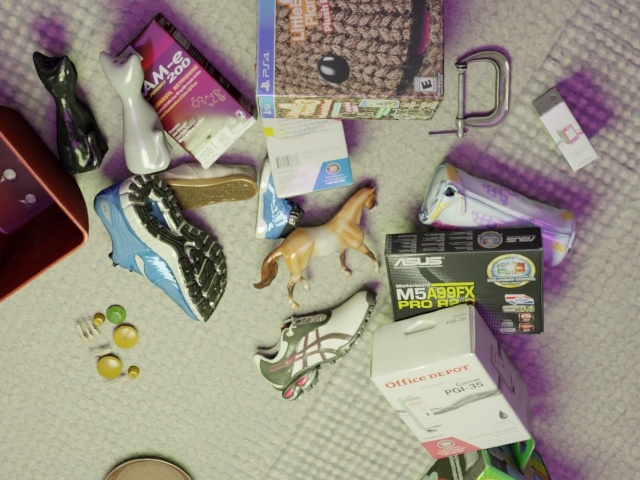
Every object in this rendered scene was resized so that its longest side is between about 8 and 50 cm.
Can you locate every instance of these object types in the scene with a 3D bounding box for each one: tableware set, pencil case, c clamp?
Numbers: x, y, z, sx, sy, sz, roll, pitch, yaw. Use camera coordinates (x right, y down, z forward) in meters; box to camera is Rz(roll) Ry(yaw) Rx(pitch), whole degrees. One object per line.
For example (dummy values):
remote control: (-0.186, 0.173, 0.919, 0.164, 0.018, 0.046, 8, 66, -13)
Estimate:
tableware set: (-0.392, 0.201, 1.914, 0.104, 0.024, 0.154, -20, 110, 3)
pencil case: (0.313, -0.045, 1.778, 0.273, 0.124, 0.113, 20, 70, -11)
c clamp: (0.263, -0.252, 1.745, 0.137, 0.022, 0.161, 2, 113, -2)

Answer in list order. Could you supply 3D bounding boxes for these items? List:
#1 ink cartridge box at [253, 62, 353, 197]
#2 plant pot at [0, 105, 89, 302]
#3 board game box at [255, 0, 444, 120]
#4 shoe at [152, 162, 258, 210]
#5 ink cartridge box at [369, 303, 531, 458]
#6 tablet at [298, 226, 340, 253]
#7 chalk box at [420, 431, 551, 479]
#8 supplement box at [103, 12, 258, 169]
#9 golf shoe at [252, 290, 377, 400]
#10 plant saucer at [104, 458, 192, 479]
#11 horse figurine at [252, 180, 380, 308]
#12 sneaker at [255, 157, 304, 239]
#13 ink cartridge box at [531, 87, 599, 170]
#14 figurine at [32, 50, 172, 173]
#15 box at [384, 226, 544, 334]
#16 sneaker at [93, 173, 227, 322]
ink cartridge box: (-0.029, -0.196, 1.708, 0.134, 0.078, 0.231, -10, 91, 2)
plant pot: (-0.551, -0.073, 1.682, 0.267, 0.236, 0.267, -33, 109, 11)
board game box: (0.044, -0.320, 1.598, 0.291, 0.141, 0.232, 0, 83, -2)
shoe: (-0.217, -0.100, 1.782, 0.219, 0.058, 0.076, -3, 141, 4)
ink cartridge box: (0.240, 0.264, 1.840, 0.207, 0.117, 0.283, -18, 131, 24)
tablet: (0.000, 0.000, 1.849, 0.083, 0.006, 0.054, 0, 112, -2)
chalk box: (0.337, 0.482, 1.963, 0.179, 0.180, 0.289, 32, 109, -13)
supplement box: (-0.234, -0.252, 1.705, 0.130, 0.073, 0.239, -42, 106, 15)
golf shoe: (-0.008, 0.180, 1.874, 0.120, 0.105, 0.273, 42, 105, -9)
plant saucer: (-0.345, 0.517, 2.036, 0.198, 0.036, 0.199, -1, 112, -2)
horse figurine: (0.001, 0.019, 1.804, 0.263, 0.066, 0.174, -21, 128, -11)
sneaker: (-0.069, -0.073, 1.791, 0.084, 0.058, 0.152, 4, 109, -6)
ink cartridge box: (0.422, -0.193, 1.737, 0.052, 0.088, 0.122, -32, 109, 14)
figurine: (-0.358, -0.218, 1.653, 0.215, 0.092, 0.209, 2, 126, 22)
box: (0.258, 0.078, 1.779, 0.270, 0.060, 0.216, -2, 133, 9)
sneaker: (-0.287, 0.017, 1.799, 0.147, 0.130, 0.330, -5, 130, 36)
